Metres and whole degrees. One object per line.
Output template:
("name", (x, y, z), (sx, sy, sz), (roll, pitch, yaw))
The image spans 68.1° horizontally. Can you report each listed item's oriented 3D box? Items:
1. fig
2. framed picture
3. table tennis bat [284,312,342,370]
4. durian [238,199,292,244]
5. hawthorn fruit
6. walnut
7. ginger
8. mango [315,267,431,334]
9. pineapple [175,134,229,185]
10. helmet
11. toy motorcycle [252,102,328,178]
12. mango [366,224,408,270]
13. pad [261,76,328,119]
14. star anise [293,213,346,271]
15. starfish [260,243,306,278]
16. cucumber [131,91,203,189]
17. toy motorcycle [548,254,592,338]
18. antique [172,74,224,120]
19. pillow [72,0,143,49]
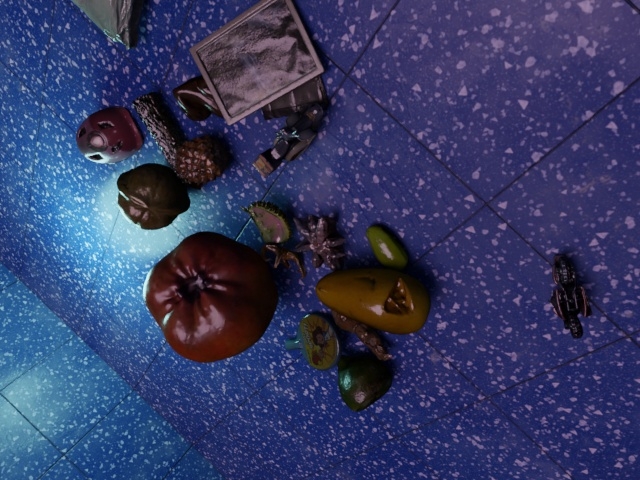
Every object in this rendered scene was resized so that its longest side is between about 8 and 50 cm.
("fig", (0.131, 0.477, 1.703), (0.235, 0.203, 0.203), (50, 137, 27))
("framed picture", (-0.175, -0.488, 1.278), (0.324, 0.020, 0.241), (-22, 100, 20))
("table tennis bat", (-0.033, 0.386, 1.792), (0.329, 0.044, 0.215), (-21, 82, 50))
("durian", (-0.165, -0.075, 1.563), (0.137, 0.096, 0.221), (-11, 146, 16))
("hawthorn fruit", (-0.373, 0.205, 1.666), (0.471, 0.472, 0.472), (17, 127, 23))
("walnut", (-0.596, -0.163, 1.694), (0.283, 0.283, 0.227), (32, 107, 11))
("ginger", (0.126, 0.305, 1.636), (0.290, 0.122, 0.084), (45, 90, -1))
("mango", (0.152, 0.179, 1.439), (0.364, 0.253, 0.182), (4, 77, 25))
("pineapple", (-0.402, -0.259, 1.564), (0.193, 0.166, 0.166), (-10, 113, 26))
("helmet", (-0.805, -0.379, 1.761), (0.253, 0.154, 0.198), (-7, 114, 41))
("toy motorcycle", (-0.078, -0.289, 1.329), (0.091, 0.157, 0.263), (48, 142, -4))
("mango", (0.196, 0.026, 1.423), (0.165, 0.074, 0.091), (47, 133, -4))
("pad", (-0.097, -0.441, 1.343), (0.233, 0.022, 0.174), (0, 118, 34))
("star anise", (0.000, 0.000, 1.517), (0.229, 0.093, 0.236), (38, 142, 11))
("starfish", (-0.107, 0.069, 1.605), (0.146, 0.190, 0.074), (22, 87, 44))
("cucumber", (-0.516, -0.329, 1.640), (0.096, 0.096, 0.359), (-15, 109, 39))
("toy motorcycle", (0.629, 0.136, 1.203), (0.082, 0.122, 0.213), (-12, 100, 13))
("antique", (-0.330, -0.433, 1.439), (0.256, 0.121, 0.143), (-4, 126, 27))
("pillow", (-0.647, -0.775, 1.401), (0.283, 0.138, 0.310), (37, 135, 7))
